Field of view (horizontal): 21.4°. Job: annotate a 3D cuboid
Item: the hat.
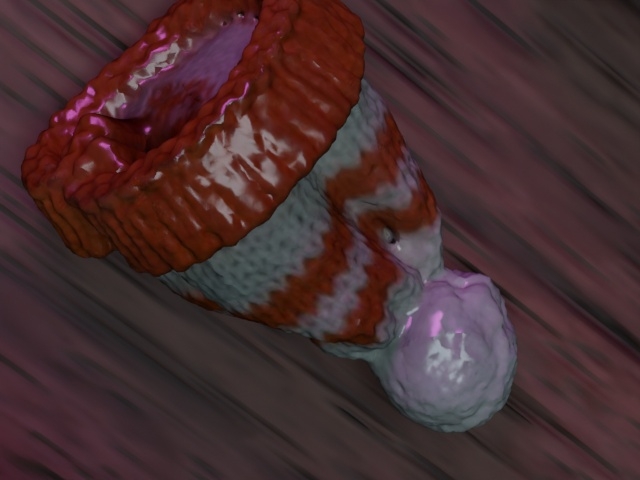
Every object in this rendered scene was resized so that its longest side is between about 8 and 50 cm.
[{"bbox_3d":[0.000,0.000,0.533,0.112,0.093,0.162,-43,122,5],"label":"hat"}]
